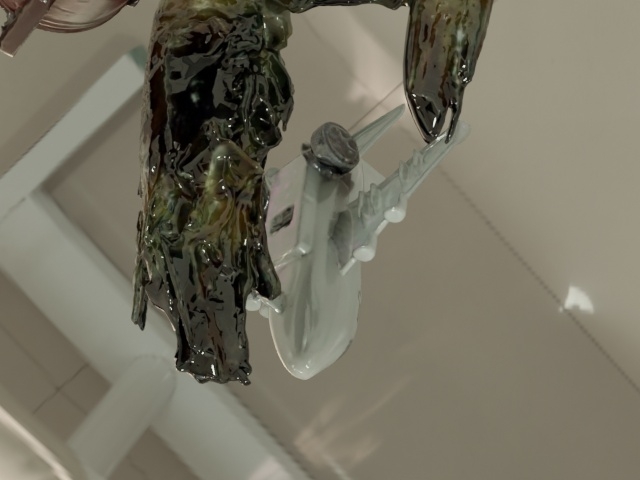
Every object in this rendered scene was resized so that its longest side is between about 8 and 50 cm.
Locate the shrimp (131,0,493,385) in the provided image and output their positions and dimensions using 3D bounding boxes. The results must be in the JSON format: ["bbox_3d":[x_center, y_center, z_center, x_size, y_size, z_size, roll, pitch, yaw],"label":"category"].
[{"bbox_3d":[-0.007,-0.093,0.759,0.233,0.365,0.071,-9,150,25],"label":"shrimp"}]

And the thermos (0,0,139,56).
[{"bbox_3d":[-0.116,-0.156,0.633,0.099,0.232,0.124,28,69,-20],"label":"thermos"}]

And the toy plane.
[{"bbox_3d":[-0.003,-0.003,0.966,0.101,0.255,0.251,40,128,-21],"label":"toy plane"}]
